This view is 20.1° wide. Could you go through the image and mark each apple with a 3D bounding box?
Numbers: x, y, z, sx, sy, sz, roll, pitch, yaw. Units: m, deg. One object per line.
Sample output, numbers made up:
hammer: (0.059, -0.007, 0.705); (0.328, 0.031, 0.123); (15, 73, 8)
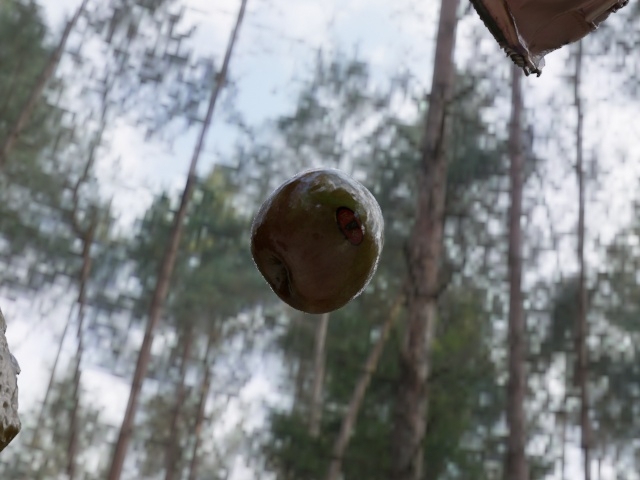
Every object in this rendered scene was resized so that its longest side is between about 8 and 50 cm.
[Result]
apple: (0.000, 0.000, 1.058); (0.084, 0.071, 0.084); (42, -29, 31)

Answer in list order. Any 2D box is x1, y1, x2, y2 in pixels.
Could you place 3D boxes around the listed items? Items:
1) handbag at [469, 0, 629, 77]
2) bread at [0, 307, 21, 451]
handbag: (0.119, -0.205, 0.977); (0.116, 0.205, 0.179); (-26, -38, 14)
bread: (-0.349, 0.028, 1.224); (0.225, 0.279, 0.250); (-17, -28, 19)
